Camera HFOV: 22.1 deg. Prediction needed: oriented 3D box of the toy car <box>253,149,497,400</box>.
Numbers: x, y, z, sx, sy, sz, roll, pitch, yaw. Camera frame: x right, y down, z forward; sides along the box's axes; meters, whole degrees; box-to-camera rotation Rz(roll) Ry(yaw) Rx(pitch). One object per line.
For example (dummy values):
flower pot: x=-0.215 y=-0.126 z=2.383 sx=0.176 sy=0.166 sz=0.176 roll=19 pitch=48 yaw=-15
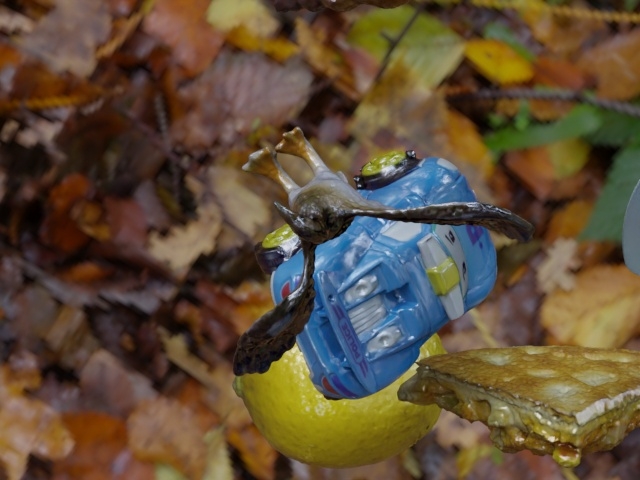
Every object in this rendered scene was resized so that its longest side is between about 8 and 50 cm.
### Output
toy car: x=0.084 y=0.030 z=1.722 sx=0.314 sy=0.166 sz=0.198 roll=-35 pitch=111 yaw=-35

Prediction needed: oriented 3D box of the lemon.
lemon: x=0.039 y=0.188 z=2.234 sx=0.319 sy=0.245 sz=0.245 roll=-2 pitch=50 yaw=-12

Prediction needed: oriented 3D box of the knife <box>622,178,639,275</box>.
knife: x=0.296 y=0.019 z=1.418 sx=0.260 sy=0.063 sz=0.035 roll=65 pitch=27 yaw=-42

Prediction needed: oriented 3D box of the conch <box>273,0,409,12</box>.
conch: x=0.067 y=-0.211 z=0.973 sx=0.080 sy=0.233 sz=0.086 roll=46 pitch=14 yaw=14

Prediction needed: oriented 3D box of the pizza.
pizza: x=0.268 y=0.167 z=1.869 sx=0.268 sy=0.087 sz=0.257 roll=-15 pitch=24 yaw=-40

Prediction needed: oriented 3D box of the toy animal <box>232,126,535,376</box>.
toy animal: x=-0.009 y=-0.013 z=1.295 sx=0.197 sy=0.272 sz=0.160 roll=36 pitch=20 yaw=-50
